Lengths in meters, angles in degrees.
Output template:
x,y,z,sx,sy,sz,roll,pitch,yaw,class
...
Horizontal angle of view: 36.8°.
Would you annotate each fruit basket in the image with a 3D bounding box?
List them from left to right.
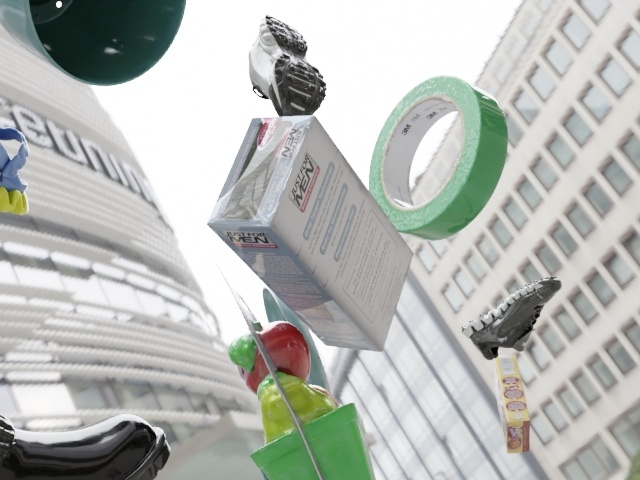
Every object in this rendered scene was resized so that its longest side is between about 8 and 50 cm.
x,y,z,sx,sy,sz,roll,pitch,yaw,class
-0.055,0.228,1.375,0.165,0.353,0.327,-33,-16,-5,fruit basket

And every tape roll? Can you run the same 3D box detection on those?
x,y,z,sx,sy,sz,roll,pitch,yaw,class
0.223,-0.162,1.884,0.077,0.321,0.321,17,-50,-33,tape roll

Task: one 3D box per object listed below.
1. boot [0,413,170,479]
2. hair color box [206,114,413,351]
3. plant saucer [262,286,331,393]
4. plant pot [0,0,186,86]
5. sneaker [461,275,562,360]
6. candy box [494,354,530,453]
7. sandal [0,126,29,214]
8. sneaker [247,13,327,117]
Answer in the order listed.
x,y,z,sx,sy,sz,roll,pitch,yaw,class
-0.348,0.201,1.041,0.348,0.260,0.131,-22,14,-31,boot
0.000,0.000,1.436,0.113,0.185,0.374,3,-30,32,hair color box
-0.044,0.238,1.985,0.043,0.318,0.317,-21,-26,-13,plant saucer
-0.400,-0.417,1.542,0.293,0.235,0.293,-25,-53,-39,plant pot
0.393,0.160,1.898,0.234,0.106,0.078,-38,-20,29,sneaker
0.414,0.353,2.086,0.053,0.187,0.109,-6,-50,3,candy box
-0.549,-0.123,1.480,0.317,0.126,0.138,7,-81,-80,sandal
-0.065,-0.266,1.604,0.100,0.271,0.108,21,-58,-27,sneaker
